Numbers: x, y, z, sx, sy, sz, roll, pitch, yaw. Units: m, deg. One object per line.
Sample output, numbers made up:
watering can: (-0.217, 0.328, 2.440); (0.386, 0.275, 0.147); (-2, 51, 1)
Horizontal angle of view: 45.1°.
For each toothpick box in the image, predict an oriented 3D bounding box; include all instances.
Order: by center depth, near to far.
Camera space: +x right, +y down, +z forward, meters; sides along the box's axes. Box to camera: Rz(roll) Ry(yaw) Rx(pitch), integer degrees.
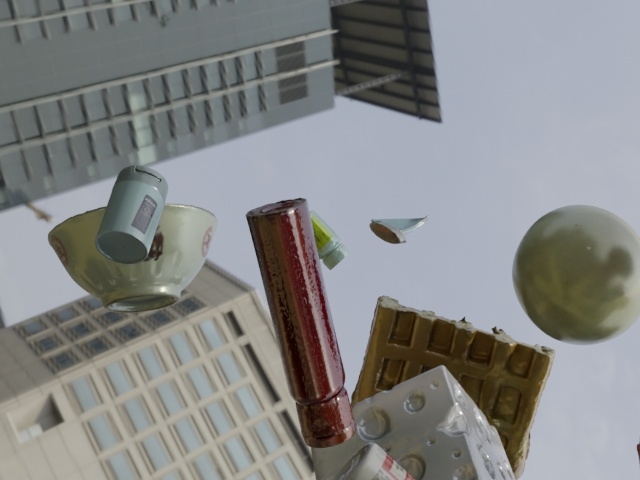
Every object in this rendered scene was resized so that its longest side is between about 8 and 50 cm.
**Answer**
toothpick box: (-0.179, -0.025, 0.737); (0.052, 0.052, 0.083); (117, -15, -50)

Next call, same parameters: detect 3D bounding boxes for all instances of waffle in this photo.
waffle: (0.233, 0.286, 1.422); (0.348, 0.077, 0.304); (14, -73, 10)

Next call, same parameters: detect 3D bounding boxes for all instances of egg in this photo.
egg: (0.424, 0.055, 1.258); (0.219, 0.269, 0.219); (11, -59, 18)

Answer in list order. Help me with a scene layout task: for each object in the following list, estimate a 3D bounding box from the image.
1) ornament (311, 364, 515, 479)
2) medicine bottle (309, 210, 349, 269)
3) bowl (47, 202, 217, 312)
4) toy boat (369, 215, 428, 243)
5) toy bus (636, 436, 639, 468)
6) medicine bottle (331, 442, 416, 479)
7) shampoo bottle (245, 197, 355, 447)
ornament: (0.152, 0.378, 1.147); (0.240, 0.239, 0.239); (50, 19, -40)
medicine bottle: (0.000, 0.000, 1.115); (0.083, 0.047, 0.047); (46, -35, 1)
bowl: (-0.363, 0.054, 1.541); (0.337, 0.337, 0.158); (-35, -120, 56)
toy boat: (0.165, -0.031, 1.581); (0.096, 0.122, 0.034); (31, -54, 32)
toy bus: (0.620, 0.466, 1.271); (0.147, 0.127, 0.303); (-15, -110, 49)
medicine bottle: (0.075, 0.269, 0.741); (0.140, 0.079, 0.079); (42, -37, 4)
shampoo bottle: (-0.017, 0.089, 0.820); (0.102, 0.064, 0.260); (-76, 153, -78)
